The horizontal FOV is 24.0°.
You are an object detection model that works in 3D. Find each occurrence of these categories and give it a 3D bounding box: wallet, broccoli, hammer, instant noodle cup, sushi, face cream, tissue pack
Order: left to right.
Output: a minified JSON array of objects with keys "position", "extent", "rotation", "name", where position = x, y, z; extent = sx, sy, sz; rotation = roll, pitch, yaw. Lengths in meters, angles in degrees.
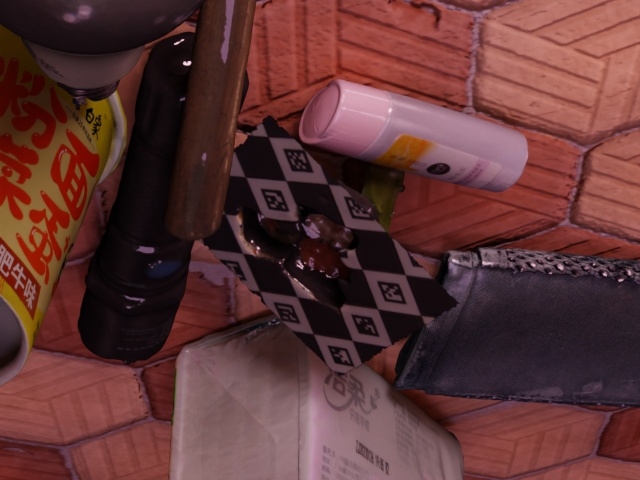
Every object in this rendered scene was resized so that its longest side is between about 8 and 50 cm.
[{"position":[-0.316,-0.026,1.169],"extent":[0.311,0.221,0.311],"rotation":[5,145,4],"name":"instant noodle cup"},{"position":[-0.070,-0.172,1.094],"extent":[0.168,0.044,0.440],"rotation":[5,132,-11],"name":"hammer"},{"position":[0.000,0.000,1.378],"extent":[0.231,0.047,0.219],"rotation":[45,144,-5],"name":"sushi"},{"position":[0.004,0.316,1.699],"extent":[0.205,0.331,0.405],"rotation":[-17,146,25],"name":"tissue pack"},{"position":[0.048,0.000,1.442],"extent":[0.118,0.122,0.204],"rotation":[-11,136,-19],"name":"broccoli"},{"position":[0.085,-0.090,1.323],"extent":[0.198,0.057,0.084],"rotation":[11,153,-25],"name":"face cream"},{"position":[0.268,0.092,1.628],"extent":[0.342,0.075,0.237],"rotation":[5,140,-12],"name":"wallet"}]

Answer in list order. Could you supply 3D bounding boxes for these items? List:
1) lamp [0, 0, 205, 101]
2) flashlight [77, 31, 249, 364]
[{"position":[-0.165,-0.193,0.972],"extent":[0.182,0.182,0.314],"rotation":[8,168,-21],"name":"lamp"},{"position":[-0.145,-0.027,1.359],"extent":[0.103,0.103,0.424],"rotation":[5,145,-16],"name":"flashlight"}]
